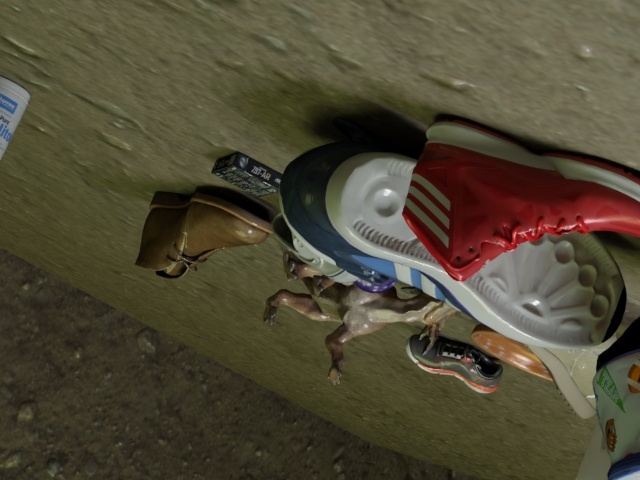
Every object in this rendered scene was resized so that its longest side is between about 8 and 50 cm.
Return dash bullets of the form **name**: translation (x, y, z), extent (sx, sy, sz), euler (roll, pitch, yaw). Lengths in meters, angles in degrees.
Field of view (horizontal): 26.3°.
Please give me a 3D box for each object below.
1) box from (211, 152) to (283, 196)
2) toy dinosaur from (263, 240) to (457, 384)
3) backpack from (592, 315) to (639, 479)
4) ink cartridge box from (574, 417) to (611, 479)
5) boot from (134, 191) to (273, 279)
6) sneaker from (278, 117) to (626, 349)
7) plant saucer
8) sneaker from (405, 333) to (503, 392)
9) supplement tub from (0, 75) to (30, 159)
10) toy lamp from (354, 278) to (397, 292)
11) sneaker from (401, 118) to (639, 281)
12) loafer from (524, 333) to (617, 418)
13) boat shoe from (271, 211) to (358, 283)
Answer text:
- **box**: translation (-0.083, -0.075, 1.584), extent (0.067, 0.018, 0.083), euler (27, 168, -18)
- **toy dinosaur**: translation (0.054, 0.073, 1.776), extent (0.200, 0.127, 0.296), euler (-11, -151, -34)
- **backpack**: translation (0.370, 0.157, 1.171), extent (0.263, 0.213, 0.276), euler (-6, 157, 21)
- **ink cartridge box**: translation (0.468, 0.284, 1.695), extent (0.273, 0.198, 0.115), euler (29, 167, -29)
- **boot**: translation (-0.159, 0.002, 1.842), extent (0.112, 0.115, 0.305), euler (31, 165, -26)
- **sneaker**: translation (0.112, -0.002, 1.324), extent (0.323, 0.130, 0.236), euler (24, 176, -19)
- **plant saucer**: translation (0.297, 0.146, 1.806), extent (0.200, 0.037, 0.200), euler (22, 167, 5)
- **sneaker**: translation (0.209, 0.175, 2.096), extent (0.158, 0.061, 0.065), euler (23, 141, -2)
- **supplement tub**: translation (-0.407, -0.144, 1.672), extent (0.071, 0.107, 0.071), euler (22, 169, 5)
- **toy lamp**: translation (0.108, 0.021, 1.510), extent (0.080, 0.080, 0.275), euler (27, 167, -18)
- **sneaker**: translation (0.172, -0.008, 1.132), extent (0.221, 0.128, 0.087), euler (19, 167, 21)
- **loafer**: translation (0.264, 0.087, 1.483), extent (0.268, 0.092, 0.102), euler (51, -167, -41)
- **boat shoe**: translation (0.000, 0.000, 1.601), extent (0.076, 0.083, 0.226), euler (26, 169, -19)
